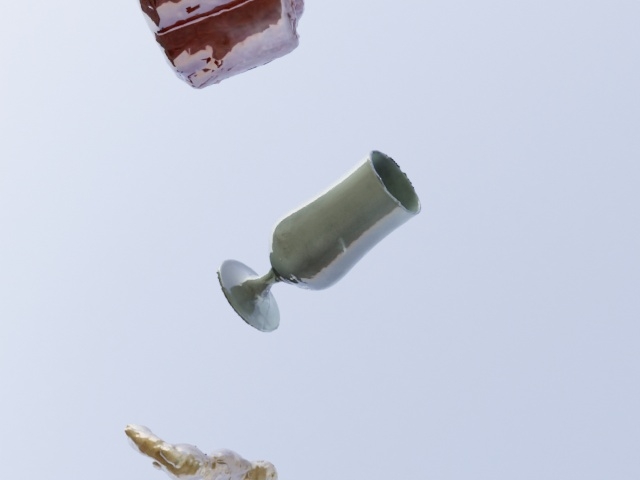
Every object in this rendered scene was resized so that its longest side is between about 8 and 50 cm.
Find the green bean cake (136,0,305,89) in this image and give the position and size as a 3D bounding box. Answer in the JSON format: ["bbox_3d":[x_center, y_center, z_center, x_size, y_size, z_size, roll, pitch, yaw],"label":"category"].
[{"bbox_3d":[-0.049,-0.135,0.374,0.056,0.135,0.135,-21,-134,3],"label":"green bean cake"}]

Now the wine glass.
[{"bbox_3d":[0.000,0.000,1.315,0.231,0.103,0.103,-37,-114,21],"label":"wine glass"}]

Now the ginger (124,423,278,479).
[{"bbox_3d":[-0.141,0.262,1.376,0.193,0.176,0.052,17,-94,-3],"label":"ginger"}]
